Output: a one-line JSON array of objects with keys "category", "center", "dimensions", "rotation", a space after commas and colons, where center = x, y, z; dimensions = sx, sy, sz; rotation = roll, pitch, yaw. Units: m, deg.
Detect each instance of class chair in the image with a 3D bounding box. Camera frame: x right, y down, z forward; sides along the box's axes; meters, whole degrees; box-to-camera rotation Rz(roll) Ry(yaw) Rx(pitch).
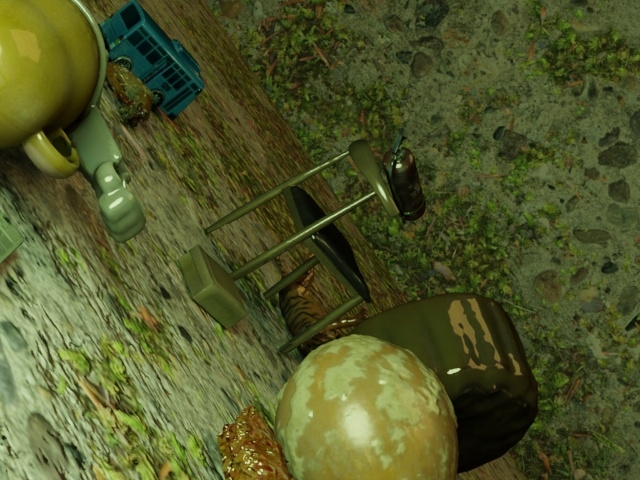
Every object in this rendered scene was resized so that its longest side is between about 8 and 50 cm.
[{"category": "chair", "center": [0.000, 0.000, 1.506], "dimensions": [0.166, 0.272, 0.188], "rotation": [49, 10, -30]}]

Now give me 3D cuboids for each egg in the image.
[{"category": "egg", "center": [0.051, 0.217, 1.150], "dimensions": [0.203, 0.203, 0.245], "rotation": [45, 19, -50]}]

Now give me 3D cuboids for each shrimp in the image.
[{"category": "shrimp", "center": [-0.286, -0.220, 1.595], "dimensions": [0.099, 0.041, 0.180], "rotation": [48, 10, -29]}]

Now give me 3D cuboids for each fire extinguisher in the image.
[{"category": "fire extinguisher", "center": [0.110, -0.081, 1.425], "dimensions": [0.043, 0.064, 0.158], "rotation": [15, -24, 22]}]

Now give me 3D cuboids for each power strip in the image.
[{"category": "power strip", "center": [-0.269, -0.001, 0.851], "dimensions": [0.051, 0.019, 0.136], "rotation": [51, 9, -11]}]

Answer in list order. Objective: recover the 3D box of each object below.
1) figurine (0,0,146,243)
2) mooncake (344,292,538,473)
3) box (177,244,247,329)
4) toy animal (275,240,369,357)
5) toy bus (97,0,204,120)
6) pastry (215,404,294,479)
[{"category": "figurine", "center": [-0.274, -0.154, 0.943], "dimensions": [0.343, 0.167, 0.285], "rotation": [31, 5, -14]}, {"category": "mooncake", "center": [0.152, 0.213, 1.480], "dimensions": [0.290, 0.290, 0.161], "rotation": [45, 22, -49]}, {"category": "box", "center": [-0.135, 0.056, 1.332], "dimensions": [0.079, 0.035, 0.083], "rotation": [47, 10, -41]}, {"category": "toy animal", "center": [-0.028, 0.096, 1.654], "dimensions": [0.116, 0.114, 0.255], "rotation": [-3, 37, -27]}, {"category": "toy bus", "center": [-0.273, -0.292, 1.743], "dimensions": [0.184, 0.106, 0.090], "rotation": [46, 9, -45]}, {"category": "pastry", "center": [-0.060, 0.223, 0.999], "dimensions": [0.087, 0.063, 0.169], "rotation": [60, -1, -28]}]
